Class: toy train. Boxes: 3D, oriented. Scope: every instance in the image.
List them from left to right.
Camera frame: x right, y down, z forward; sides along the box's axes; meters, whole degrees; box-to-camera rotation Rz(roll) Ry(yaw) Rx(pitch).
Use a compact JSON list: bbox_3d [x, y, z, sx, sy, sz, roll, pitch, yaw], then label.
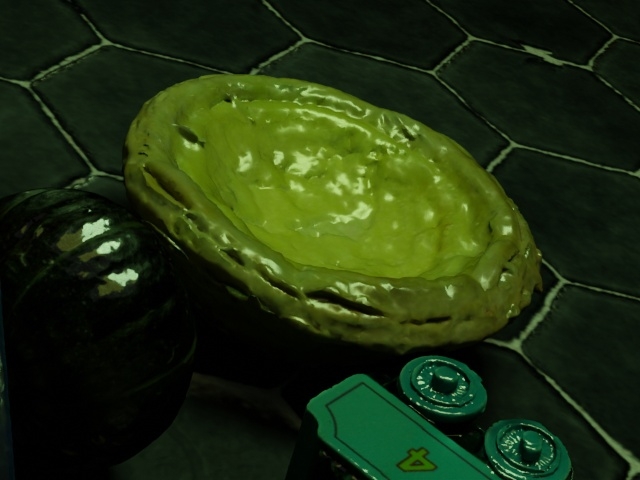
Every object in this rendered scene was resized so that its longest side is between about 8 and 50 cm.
[{"bbox_3d":[0.074,0.166,1.073,0.198,0.107,0.154,38,42,28],"label":"toy train"}]

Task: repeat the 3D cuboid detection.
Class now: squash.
[{"bbox_3d":[-0.168,0.057,1.014,0.156,0.193,0.193,-16,44,-25],"label":"squash"}]

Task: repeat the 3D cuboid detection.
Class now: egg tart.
[{"bbox_3d":[0.000,0.000,1.265,0.345,0.132,0.345,14,30,-8],"label":"egg tart"}]

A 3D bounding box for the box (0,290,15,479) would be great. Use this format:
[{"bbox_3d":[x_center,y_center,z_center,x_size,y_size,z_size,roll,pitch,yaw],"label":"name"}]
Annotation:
[{"bbox_3d":[-0.287,0.105,0.798,0.261,0.116,0.279,20,42,-37],"label":"box"}]
